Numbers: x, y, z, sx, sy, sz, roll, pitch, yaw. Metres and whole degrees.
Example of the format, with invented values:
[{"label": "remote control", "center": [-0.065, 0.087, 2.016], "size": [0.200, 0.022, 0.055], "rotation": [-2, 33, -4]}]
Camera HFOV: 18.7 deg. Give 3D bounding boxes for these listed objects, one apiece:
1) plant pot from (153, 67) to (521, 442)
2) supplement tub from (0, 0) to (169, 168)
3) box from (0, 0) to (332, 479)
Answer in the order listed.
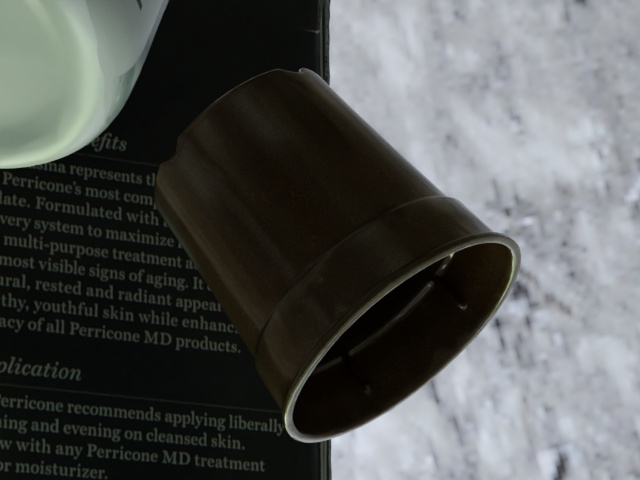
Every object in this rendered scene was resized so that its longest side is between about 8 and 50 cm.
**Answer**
[{"label": "plant pot", "center": [0.000, 0.000, 1.116], "size": [0.165, 0.167, 0.167], "rotation": [50, 146, 24]}, {"label": "supplement tub", "center": [-0.138, -0.206, 0.922], "size": [0.193, 0.193, 0.316], "rotation": [117, 172, -54]}, {"label": "box", "center": [-0.213, 0.076, 1.492], "size": [0.480, 0.297, 0.472], "rotation": [147, 128, -60]}]
